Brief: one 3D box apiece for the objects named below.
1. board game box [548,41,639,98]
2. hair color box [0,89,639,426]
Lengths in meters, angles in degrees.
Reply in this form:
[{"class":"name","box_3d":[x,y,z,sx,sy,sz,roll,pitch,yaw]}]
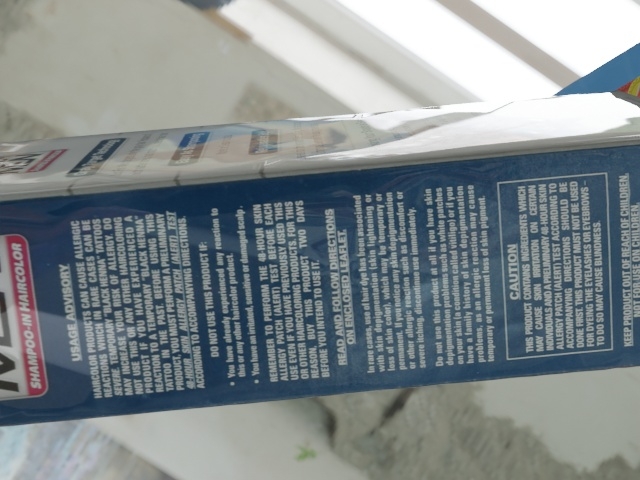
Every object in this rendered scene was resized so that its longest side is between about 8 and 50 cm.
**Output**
[{"class":"board game box","box_3d":[0.329,-0.081,0.798,0.308,0.302,0.086,-31,-117,54]},{"class":"hair color box","box_3d":[0.000,0.000,0.575,0.174,0.347,0.105,-98,-177,-77]}]
